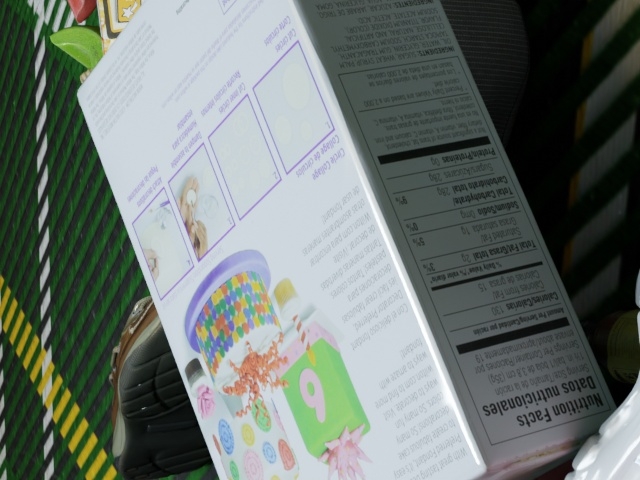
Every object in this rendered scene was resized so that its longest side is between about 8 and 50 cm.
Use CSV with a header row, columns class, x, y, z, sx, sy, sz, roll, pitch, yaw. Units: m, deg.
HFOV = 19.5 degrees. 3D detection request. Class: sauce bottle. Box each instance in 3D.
class,x,y,z,sx,sy,sz,roll,pitch,yaw
sauce bottle,0.170,0.056,0.979,0.128,0.042,0.042,177,87,-72

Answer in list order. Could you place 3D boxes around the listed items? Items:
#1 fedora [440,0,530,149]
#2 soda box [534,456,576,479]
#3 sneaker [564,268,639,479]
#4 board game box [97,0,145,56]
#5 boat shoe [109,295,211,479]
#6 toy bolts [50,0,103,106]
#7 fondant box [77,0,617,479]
class,x,y,z,sx,sy,sz,roll,pitch,yaw
fedora,0.041,-0.095,1.146,0.275,0.124,0.244,-47,55,55
soda box,0.065,0.112,1.115,0.263,0.092,0.083,36,125,44
sneaker,0.194,0.104,0.849,0.129,0.111,0.297,46,143,41
board game box,-0.113,-0.244,1.491,0.045,0.146,0.194,-5,-92,-68
boat shoe,-0.141,0.105,1.700,0.324,0.122,0.120,116,145,-54
toy bolts,-0.145,-0.213,1.662,0.228,0.158,0.218,62,-167,23
fondant box,0.000,0.000,1.009,0.238,0.096,0.330,-42,64,52
